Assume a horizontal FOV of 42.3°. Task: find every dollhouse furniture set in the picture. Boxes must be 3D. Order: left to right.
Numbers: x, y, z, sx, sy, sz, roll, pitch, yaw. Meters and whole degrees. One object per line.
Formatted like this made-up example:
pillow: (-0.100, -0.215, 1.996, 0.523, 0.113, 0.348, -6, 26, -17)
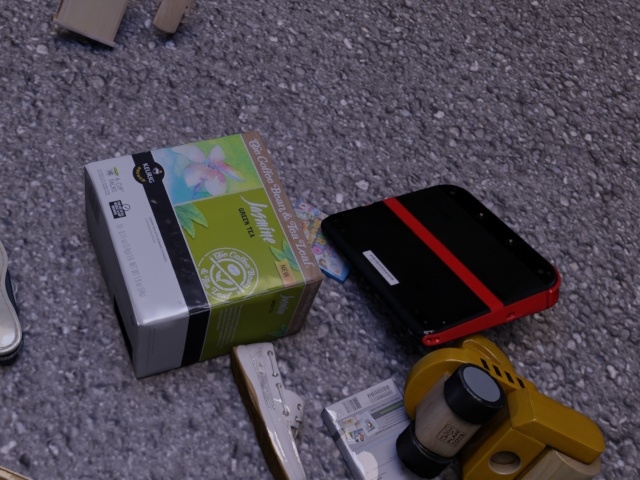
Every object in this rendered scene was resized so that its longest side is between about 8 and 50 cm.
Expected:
dollhouse furniture set: (-0.467, -0.577, 1.875, 0.286, 0.198, 0.303, 18, 21, -28)

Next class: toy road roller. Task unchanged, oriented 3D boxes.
toy road roller: (0.301, 0.301, 1.432, 0.329, 0.202, 0.241, 29, 30, -9)

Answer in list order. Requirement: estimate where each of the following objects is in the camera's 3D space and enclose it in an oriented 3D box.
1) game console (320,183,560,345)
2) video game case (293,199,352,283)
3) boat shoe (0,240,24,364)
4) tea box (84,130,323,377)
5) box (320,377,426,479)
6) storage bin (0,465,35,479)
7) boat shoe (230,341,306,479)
game console: (0.231, 0.033, 1.594, 0.342, 0.060, 0.386, -17, 42, -23)
video game case: (0.000, 0.000, 1.658, 0.166, 0.015, 0.119, 30, 56, 5)
boat shoe: (-0.565, 0.092, 1.418, 0.095, 0.079, 0.254, -19, 67, -27)
tea box: (-0.215, 0.019, 1.467, 0.323, 0.220, 0.329, -15, 63, -23)
box: (0.108, 0.352, 1.450, 0.145, 0.038, 0.186, -20, 64, -25)
storage bin: (-0.482, 0.472, 1.173, 0.260, 0.123, 0.262, 22, 55, 1)
boat shoe: (-0.068, 0.291, 1.407, 0.096, 0.098, 0.277, -13, 61, -21)
